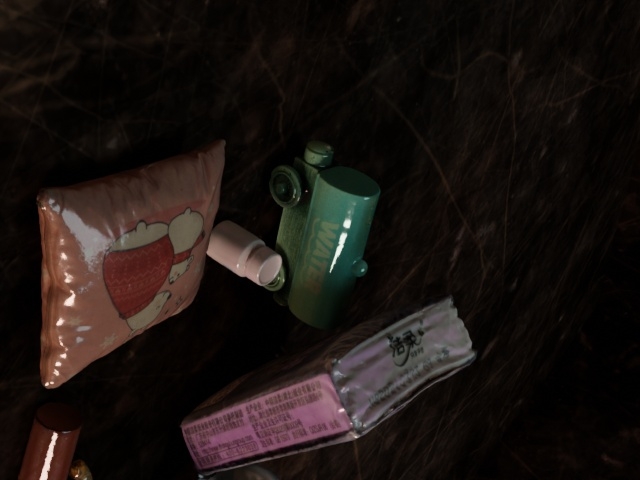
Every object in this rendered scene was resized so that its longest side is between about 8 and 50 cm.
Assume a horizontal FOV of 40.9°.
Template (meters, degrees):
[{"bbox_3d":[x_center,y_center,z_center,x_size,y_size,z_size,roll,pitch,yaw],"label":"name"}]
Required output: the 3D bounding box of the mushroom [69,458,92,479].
[{"bbox_3d":[-0.293,0.331,1.052,0.073,0.088,0.129,-67,152,-57],"label":"mushroom"}]

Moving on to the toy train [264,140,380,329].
[{"bbox_3d":[0.000,0.000,1.121,0.101,0.159,0.248,-21,136,-43],"label":"toy train"}]

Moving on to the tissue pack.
[{"bbox_3d":[0.000,0.195,1.146,0.259,0.122,0.361,-25,179,-44],"label":"tissue pack"}]

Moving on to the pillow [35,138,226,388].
[{"bbox_3d":[-0.194,0.016,0.885,0.236,0.084,0.223,-31,140,-47],"label":"pillow"}]

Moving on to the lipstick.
[{"bbox_3d":[-0.343,0.348,0.998,0.057,0.057,0.357,-11,126,-56],"label":"lipstick"}]

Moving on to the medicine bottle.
[{"bbox_3d":[-0.094,0.016,1.046,0.052,0.089,0.052,-40,147,-33],"label":"medicine bottle"}]

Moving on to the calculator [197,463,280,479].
[{"bbox_3d":[-0.130,0.419,1.238,0.042,0.302,0.188,10,68,-32],"label":"calculator"}]
